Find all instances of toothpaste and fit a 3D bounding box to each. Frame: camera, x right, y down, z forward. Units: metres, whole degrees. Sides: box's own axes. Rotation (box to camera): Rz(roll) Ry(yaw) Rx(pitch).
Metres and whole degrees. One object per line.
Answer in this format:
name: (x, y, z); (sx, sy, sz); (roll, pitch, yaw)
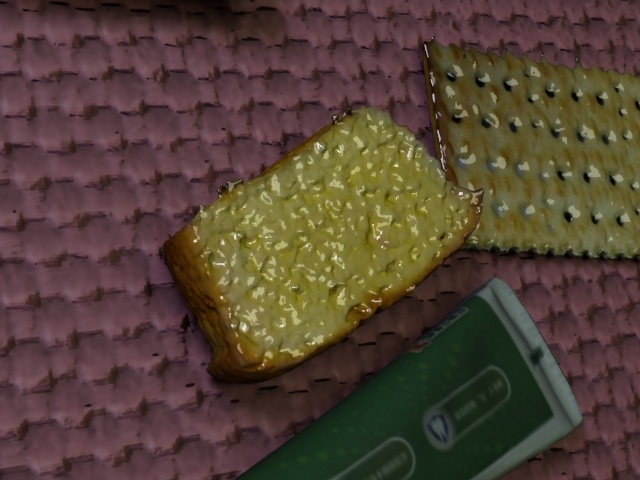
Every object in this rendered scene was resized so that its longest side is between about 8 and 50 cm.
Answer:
toothpaste: (-0.011, 0.135, 0.622); (0.392, 0.061, 0.099); (-28, 87, -37)

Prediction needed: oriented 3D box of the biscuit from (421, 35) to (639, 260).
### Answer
biscuit: (0.168, -0.054, 0.814); (0.231, 0.016, 0.139); (2, 72, -29)

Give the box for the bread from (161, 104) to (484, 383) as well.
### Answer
bread: (0.000, 0.000, 0.673); (0.187, 0.065, 0.103); (-38, 91, -32)
